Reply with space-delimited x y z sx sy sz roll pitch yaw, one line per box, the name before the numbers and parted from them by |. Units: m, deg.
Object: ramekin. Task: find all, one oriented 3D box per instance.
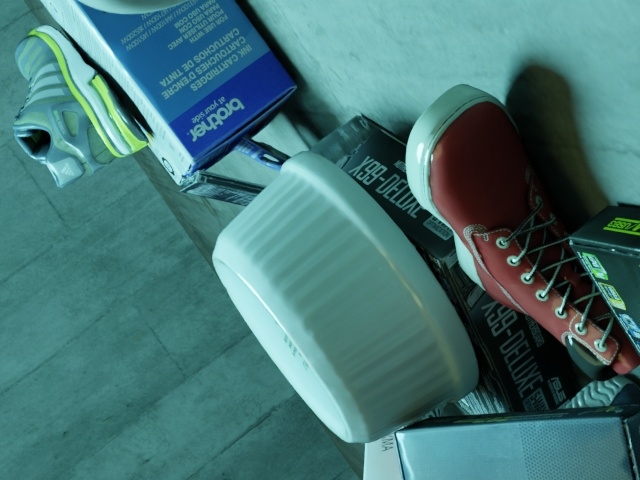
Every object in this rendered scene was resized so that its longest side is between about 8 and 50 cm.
ramekin | 0.012 0.062 1.080 0.273 0.127 0.273 52 168 15

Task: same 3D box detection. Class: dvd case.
dvd case | -0.036 -0.041 1.283 0.221 0.018 0.164 13 176 -12

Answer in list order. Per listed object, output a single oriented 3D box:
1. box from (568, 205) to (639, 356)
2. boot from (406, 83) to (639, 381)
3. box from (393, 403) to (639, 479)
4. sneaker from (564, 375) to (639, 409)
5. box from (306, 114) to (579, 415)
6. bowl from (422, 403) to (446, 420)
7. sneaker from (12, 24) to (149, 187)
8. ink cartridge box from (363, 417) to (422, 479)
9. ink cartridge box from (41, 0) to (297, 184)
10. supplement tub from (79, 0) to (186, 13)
box | 0.254 0.070 0.719 0.191 0.045 0.184 56 171 -15
boot | 0.158 0.005 0.821 0.176 0.088 0.244 45 174 36
box | 0.179 0.232 0.965 0.232 0.059 0.183 -11 89 42
sneaker | 0.266 0.219 1.029 0.094 0.153 0.235 9 104 40
box | 0.122 0.053 1.130 0.242 0.076 0.307 40 163 51
bowl | 0.124 0.225 1.654 0.170 0.080 0.170 51 168 15
sneaker | -0.317 -0.163 1.402 0.300 0.121 0.111 42 165 51
ink cartridge box | 0.085 0.229 1.381 0.296 0.066 0.261 -80 -23 -73
ink cartridge box | -0.176 -0.217 1.331 0.395 0.151 0.270 55 171 -4
supplement tub | -0.131 -0.312 0.626 0.325 0.235 0.235 51 169 8
